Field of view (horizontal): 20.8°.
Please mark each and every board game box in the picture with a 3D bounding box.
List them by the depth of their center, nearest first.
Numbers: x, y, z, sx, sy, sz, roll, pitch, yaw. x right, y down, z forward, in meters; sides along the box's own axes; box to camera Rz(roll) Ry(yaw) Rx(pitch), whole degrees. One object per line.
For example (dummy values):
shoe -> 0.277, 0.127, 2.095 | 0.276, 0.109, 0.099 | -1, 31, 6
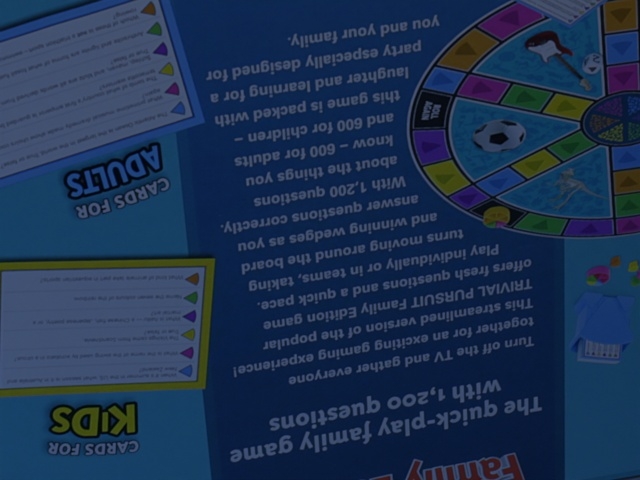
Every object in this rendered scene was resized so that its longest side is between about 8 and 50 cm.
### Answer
board game box -> 0.008, -0.027, 0.515 | 0.254, 0.336, 0.079 | -8, 25, -11
